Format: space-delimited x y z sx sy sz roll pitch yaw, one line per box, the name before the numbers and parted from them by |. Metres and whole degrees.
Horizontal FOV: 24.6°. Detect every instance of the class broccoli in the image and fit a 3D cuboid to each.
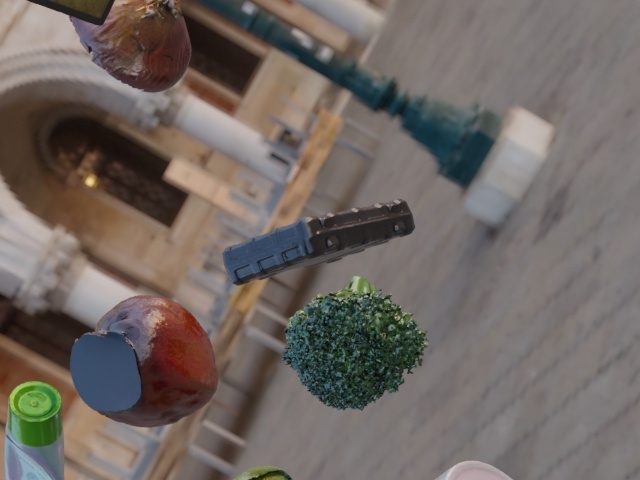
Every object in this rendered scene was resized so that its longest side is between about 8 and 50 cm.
broccoli | 0.047 0.123 1.972 0.194 0.194 0.220 -70 0 -57

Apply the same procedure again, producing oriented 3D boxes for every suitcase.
suitcase | 0.000 0.001 2.383 0.206 0.066 0.285 -21 -5 39

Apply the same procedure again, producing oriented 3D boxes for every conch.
conch | -0.085 0.370 2.084 0.200 0.095 0.079 -22 -33 -60

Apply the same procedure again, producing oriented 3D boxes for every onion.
onion | -0.286 -0.352 2.308 0.163 0.230 0.230 -44 13 27

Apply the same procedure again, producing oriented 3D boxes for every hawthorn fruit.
hawthorn fruit | -0.230 0.186 2.109 0.189 0.251 0.190 -25 51 36

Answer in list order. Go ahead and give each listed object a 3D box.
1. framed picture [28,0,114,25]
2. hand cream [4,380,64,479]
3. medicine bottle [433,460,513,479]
framed picture | -0.231 -0.389 1.411 0.255 0.014 0.339 14 -71 -51
hand cream | -0.282 0.241 1.439 0.275 0.050 0.079 102 149 -44
medicine bottle | 0.087 0.323 1.364 0.254 0.152 0.152 -48 12 33
